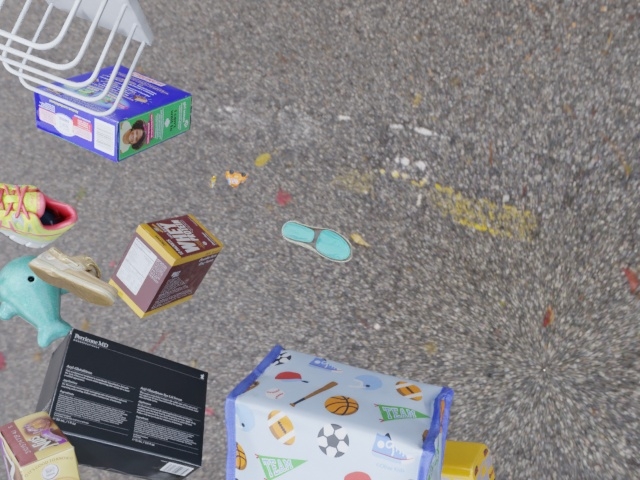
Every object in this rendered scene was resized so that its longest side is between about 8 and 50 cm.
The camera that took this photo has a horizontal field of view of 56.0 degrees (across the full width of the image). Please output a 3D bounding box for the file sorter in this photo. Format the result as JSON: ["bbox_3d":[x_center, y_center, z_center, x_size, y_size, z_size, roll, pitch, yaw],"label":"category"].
[{"bbox_3d":[-0.399,-0.329,0.903,0.192,0.278,0.173,21,82,-1],"label":"file sorter"}]

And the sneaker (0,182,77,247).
[{"bbox_3d":[-0.418,-0.050,0.804,0.094,0.208,0.082,-16,74,23],"label":"sneaker"}]

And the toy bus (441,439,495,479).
[{"bbox_3d":[0.191,0.497,1.279,0.332,0.108,0.130,-8,104,35],"label":"toy bus"}]

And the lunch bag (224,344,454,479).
[{"bbox_3d":[0.029,0.404,0.989,0.327,0.239,0.386,9,109,21],"label":"lunch bag"}]

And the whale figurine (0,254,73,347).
[{"bbox_3d":[-0.822,0.170,1.750,0.141,0.216,0.272,-32,84,57],"label":"whale figurine"}]

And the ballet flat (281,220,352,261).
[{"bbox_3d":[0.000,0.000,1.201,0.168,0.052,0.057,24,88,26],"label":"ballet flat"}]

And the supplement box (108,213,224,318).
[{"bbox_3d":[-0.380,0.059,1.494,0.129,0.191,0.194,42,115,14],"label":"supplement box"}]

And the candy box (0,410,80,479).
[{"bbox_3d":[-0.269,0.280,0.603,0.109,0.053,0.187,10,110,52],"label":"candy box"}]

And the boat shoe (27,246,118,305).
[{"bbox_3d":[-0.370,0.048,0.919,0.170,0.063,0.059,19,57,23],"label":"boat shoe"}]

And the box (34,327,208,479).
[{"bbox_3d":[-0.331,0.284,1.018,0.103,0.261,0.184,-42,34,34],"label":"box"}]

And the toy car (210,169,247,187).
[{"bbox_3d":[-0.240,-0.150,1.574,0.122,0.060,0.041,-11,68,54],"label":"toy car"}]

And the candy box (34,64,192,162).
[{"bbox_3d":[-0.544,-0.350,1.615,0.268,0.317,0.122,24,124,14],"label":"candy box"}]
